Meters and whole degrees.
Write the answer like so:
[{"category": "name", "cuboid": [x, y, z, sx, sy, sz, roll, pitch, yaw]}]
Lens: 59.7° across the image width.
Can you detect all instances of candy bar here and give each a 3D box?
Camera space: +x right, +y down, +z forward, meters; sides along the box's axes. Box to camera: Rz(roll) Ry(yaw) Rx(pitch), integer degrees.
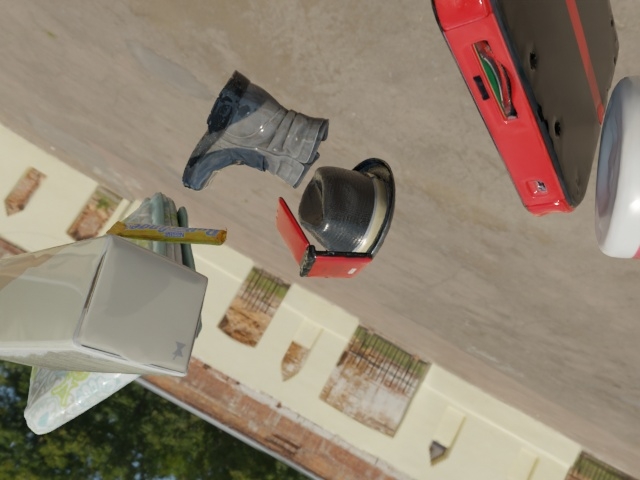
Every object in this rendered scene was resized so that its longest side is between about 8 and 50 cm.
[{"category": "candy bar", "cuboid": [-0.205, -0.010, 0.761, 0.162, 0.018, 0.040, 4, -156, 2]}]

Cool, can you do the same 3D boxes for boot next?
[{"category": "boot", "cuboid": [-0.137, -0.161, 1.120, 0.223, 0.118, 0.338, 29, 145, -12]}]

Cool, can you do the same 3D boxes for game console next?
[{"category": "game console", "cuboid": [0.000, 0.000, 0.772, 0.124, 0.085, 0.144, 2, 167, -6]}, {"category": "game console", "cuboid": [0.256, -0.253, 0.635, 0.060, 0.342, 0.386, 2, 147, 39]}]

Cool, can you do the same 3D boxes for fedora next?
[{"category": "fedora", "cuboid": [0.040, -0.075, 1.345, 0.153, 0.334, 0.334, 20, 174, -22]}]

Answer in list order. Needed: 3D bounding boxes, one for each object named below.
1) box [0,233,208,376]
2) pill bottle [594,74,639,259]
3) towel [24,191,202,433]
[{"category": "box", "cuboid": [-0.298, 0.090, 0.681, 0.311, 0.121, 0.148, -8, 152, 37]}, {"category": "pill bottle", "cuboid": [0.427, -0.059, 0.491, 0.319, 0.176, 0.176, 4, 161, 20]}, {"category": "towel", "cuboid": [-0.364, 0.110, 0.993, 0.090, 0.321, 0.374, 44, -164, -39]}]
